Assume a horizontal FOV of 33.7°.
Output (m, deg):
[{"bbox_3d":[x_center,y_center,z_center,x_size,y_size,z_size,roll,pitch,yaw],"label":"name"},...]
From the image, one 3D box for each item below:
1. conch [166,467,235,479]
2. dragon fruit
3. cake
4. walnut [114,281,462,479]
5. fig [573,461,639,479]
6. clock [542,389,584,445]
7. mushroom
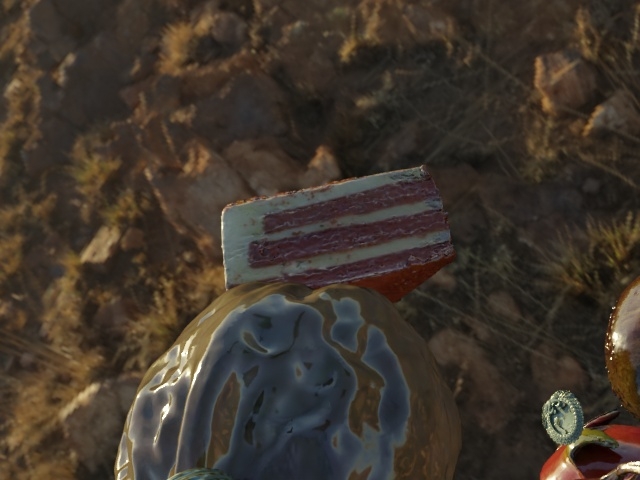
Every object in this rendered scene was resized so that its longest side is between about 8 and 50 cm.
[{"bbox_3d":[-0.079,0.172,0.635,0.076,0.056,0.085,-19,24,-7],"label":"conch"},{"bbox_3d":[0.516,0.393,1.639,0.226,0.305,0.305,-49,44,30],"label":"dragon fruit"},{"bbox_3d":[0.000,0.000,1.200,0.262,0.160,0.158,-36,48,31],"label":"cake"},{"bbox_3d":[-0.026,0.160,0.786,0.273,0.227,0.273,0,62,-1],"label":"walnut"},{"bbox_3d":[0.334,0.323,1.275,0.146,0.201,0.133,1,30,-4],"label":"fig"},{"bbox_3d":[0.357,0.261,1.552,0.074,0.010,0.083,-57,38,25],"label":"clock"},{"bbox_3d":[0.261,0.082,0.775,0.087,0.127,0.127,-4,63,44],"label":"mushroom"}]
